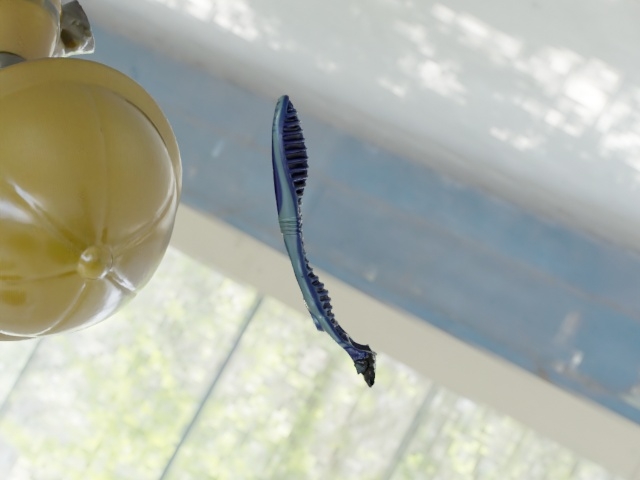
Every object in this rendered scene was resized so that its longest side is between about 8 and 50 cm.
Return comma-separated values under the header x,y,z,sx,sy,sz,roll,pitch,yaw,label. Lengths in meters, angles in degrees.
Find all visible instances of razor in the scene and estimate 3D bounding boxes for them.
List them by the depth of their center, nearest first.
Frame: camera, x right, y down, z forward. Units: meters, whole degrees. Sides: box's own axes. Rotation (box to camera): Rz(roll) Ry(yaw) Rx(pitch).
x,y,z,sx,sy,sz,roll,pitch,yaw,label
-0.004,0.002,0.890,0.044,0.028,0.154,-75,-33,-81,razor

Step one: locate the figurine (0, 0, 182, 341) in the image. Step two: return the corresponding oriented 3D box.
x,y,z,sx,sy,sz,roll,pitch,yaw,label
-0.190,-0.062,1.095,0.167,0.192,0.257,110,141,-55,figurine
